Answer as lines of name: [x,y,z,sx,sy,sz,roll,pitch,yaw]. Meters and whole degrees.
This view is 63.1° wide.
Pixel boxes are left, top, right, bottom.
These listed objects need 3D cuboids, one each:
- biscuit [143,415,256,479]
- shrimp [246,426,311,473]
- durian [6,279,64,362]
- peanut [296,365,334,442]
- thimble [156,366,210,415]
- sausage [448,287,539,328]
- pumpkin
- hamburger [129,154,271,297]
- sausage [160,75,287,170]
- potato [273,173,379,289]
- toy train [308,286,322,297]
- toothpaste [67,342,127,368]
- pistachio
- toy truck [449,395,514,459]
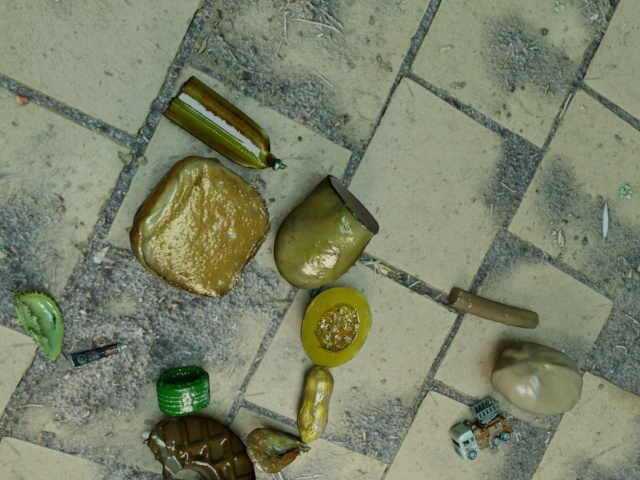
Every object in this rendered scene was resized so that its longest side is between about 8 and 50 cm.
biscuit: [-0.282,0.614,1.269,0.268,0.115,0.366,4,63,-32]
shrimp: [-0.111,0.557,1.379,0.217,0.051,0.115,23,48,-41]
durian: [-0.648,0.176,1.192,0.086,0.100,0.215,-25,110,-14]
peanut: [-0.014,0.441,1.409,0.087,0.087,0.207,10,93,-16]
thimble: [-0.337,0.373,1.297,0.130,0.118,0.090,1,102,6]
sausage: [0.513,0.205,1.533,0.301,0.066,0.066,18,93,-15]
pumpkin: [0.026,0.222,1.387,0.217,0.110,0.217,-2,94,-27]
hamburger: [-0.278,-0.029,1.226,0.284,0.174,0.304,39,86,-19]
sausage: [-0.211,-0.257,1.238,0.317,0.125,0.117,33,89,-17]
potato: [0.000,0.000,1.307,0.266,0.229,0.229,-42,106,10]
toy train: [-0.002,0.112,1.388,0.029,0.045,0.092,28,92,-19]
toothpaste: [-0.543,0.278,1.277,0.140,0.021,0.037,-15,97,-10]
pistachio: [0.642,0.413,1.531,0.332,0.208,0.226,22,136,-31]
toy truck: [0.471,0.563,1.561,0.177,0.080,0.115,-26,98,-11]
